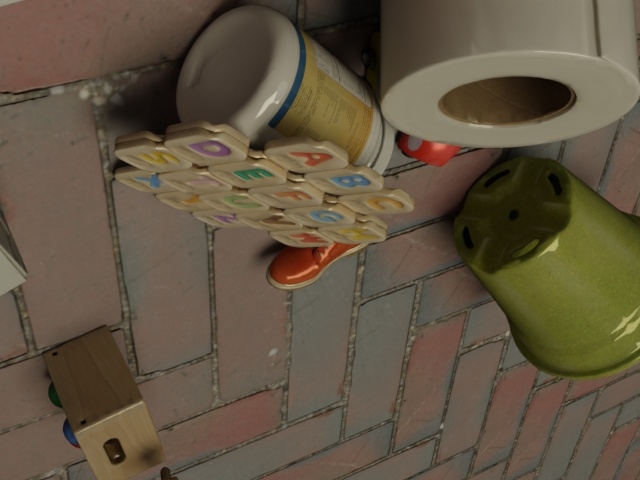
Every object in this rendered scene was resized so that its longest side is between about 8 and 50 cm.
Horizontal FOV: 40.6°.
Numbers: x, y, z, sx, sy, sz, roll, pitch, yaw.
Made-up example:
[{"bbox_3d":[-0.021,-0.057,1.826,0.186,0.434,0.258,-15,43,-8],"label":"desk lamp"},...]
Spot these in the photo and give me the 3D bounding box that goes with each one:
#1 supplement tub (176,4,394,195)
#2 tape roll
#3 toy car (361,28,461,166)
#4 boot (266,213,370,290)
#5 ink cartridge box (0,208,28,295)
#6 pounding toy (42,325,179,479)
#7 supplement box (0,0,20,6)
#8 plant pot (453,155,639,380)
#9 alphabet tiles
[{"bbox_3d":[-0.030,-0.128,0.869,0.144,0.144,0.199,-49,139,11],"label":"supplement tub"},{"bbox_3d":[0.179,-0.208,0.844,0.246,0.169,0.246,1,166,0],"label":"tape roll"},{"bbox_3d":[0.064,-0.110,1.027,0.225,0.053,0.239,-41,140,2],"label":"toy car"},{"bbox_3d":[0.000,0.000,1.064,0.158,0.059,0.085,-32,158,-20],"label":"boot"},{"bbox_3d":[-0.368,0.022,0.768,0.175,0.127,0.072,-32,137,-10],"label":"ink cartridge box"},{"bbox_3d":[-0.236,0.241,1.006,0.094,0.206,0.181,-24,138,-17],"label":"pounding toy"},{"bbox_3d":[-0.188,-0.267,0.648,0.220,0.114,0.111,-21,136,-18],"label":"supplement box"},{"bbox_3d":[0.327,0.022,1.212,0.276,0.276,0.254,-46,128,9],"label":"plant pot"},{"bbox_3d":[-0.061,-0.046,0.864,0.284,0.278,0.021,29,64,-48],"label":"alphabet tiles"}]
